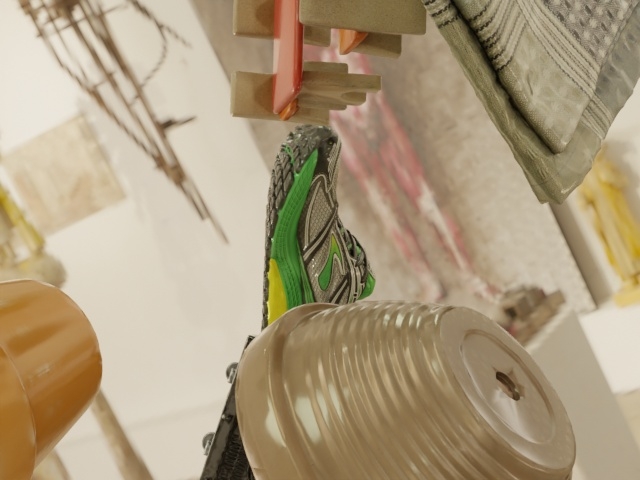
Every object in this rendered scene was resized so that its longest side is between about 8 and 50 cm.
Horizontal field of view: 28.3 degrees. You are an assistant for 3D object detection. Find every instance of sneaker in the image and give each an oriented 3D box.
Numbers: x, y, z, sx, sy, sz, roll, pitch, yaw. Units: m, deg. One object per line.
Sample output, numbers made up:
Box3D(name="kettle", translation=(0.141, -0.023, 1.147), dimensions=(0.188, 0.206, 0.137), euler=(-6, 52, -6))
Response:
Box3D(name="sneaker", translation=(0.000, 0.000, 1.628), dimensions=(0.146, 0.344, 0.134), euler=(2, 37, -3))

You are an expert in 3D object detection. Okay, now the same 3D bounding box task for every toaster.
Box3D(name="toaster", translation=(-0.018, 0.193, 1.272), dimensions=(0.185, 0.168, 0.110), euler=(18, -1, -4))

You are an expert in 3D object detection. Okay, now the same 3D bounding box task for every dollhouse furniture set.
Box3D(name="dollhouse furniture set", translation=(-0.022, -0.233, 1.004), dimensions=(0.135, 0.259, 0.262), euler=(4, -10, -14))

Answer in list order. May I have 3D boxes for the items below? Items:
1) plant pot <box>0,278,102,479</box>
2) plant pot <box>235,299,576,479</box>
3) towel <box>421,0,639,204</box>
Box3D(name="plant pot", translation=(-0.278, 0.117, 0.997), dimensions=(0.205, 0.205, 0.188), euler=(-21, 5, 31))
Box3D(name="plant pot", translation=(0.072, 0.117, 0.756), dimensions=(0.110, 0.237, 0.237), euler=(-43, 0, 26))
Box3D(name="towel", translation=(0.149, -0.232, 0.888), dimensions=(0.056, 0.324, 0.312), euler=(-15, 28, 38))
